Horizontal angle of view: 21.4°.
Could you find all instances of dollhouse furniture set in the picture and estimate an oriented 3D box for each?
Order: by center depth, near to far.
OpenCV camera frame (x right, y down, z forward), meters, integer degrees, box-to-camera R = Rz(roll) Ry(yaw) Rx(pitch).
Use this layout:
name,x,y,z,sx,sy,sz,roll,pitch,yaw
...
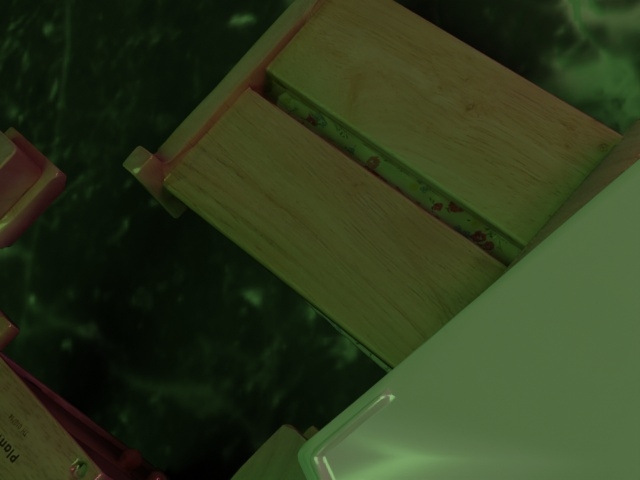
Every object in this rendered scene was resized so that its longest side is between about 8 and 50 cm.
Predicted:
name,x,y,z,sx,sy,sz,roll,pitch,yaw
dollhouse furniture set,0.000,0.000,0.770,0.355,0.174,0.303,-47,52,-6

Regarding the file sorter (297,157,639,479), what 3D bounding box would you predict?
name,x,y,z,sx,sy,sz,roll,pitch,yaw
file sorter,0.173,0.074,0.530,0.277,0.173,0.193,-43,57,26
